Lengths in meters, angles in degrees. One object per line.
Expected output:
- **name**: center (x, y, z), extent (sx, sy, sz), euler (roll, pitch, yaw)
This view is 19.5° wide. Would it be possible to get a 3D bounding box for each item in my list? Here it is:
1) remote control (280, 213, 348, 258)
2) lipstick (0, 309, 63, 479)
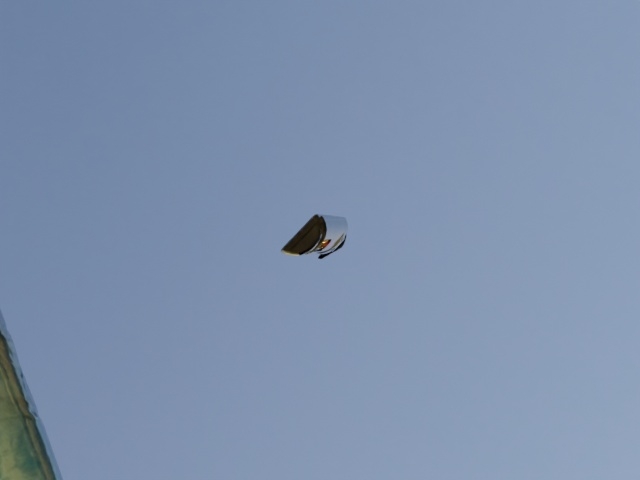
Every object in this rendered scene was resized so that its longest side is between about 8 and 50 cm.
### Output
- **remote control**: center (0.000, 0.000, 1.089), extent (0.034, 0.016, 0.091), euler (-47, -8, 8)
- **lipstick**: center (-0.148, 0.049, 0.763), extent (0.048, 0.048, 0.158), euler (1, -123, -47)
